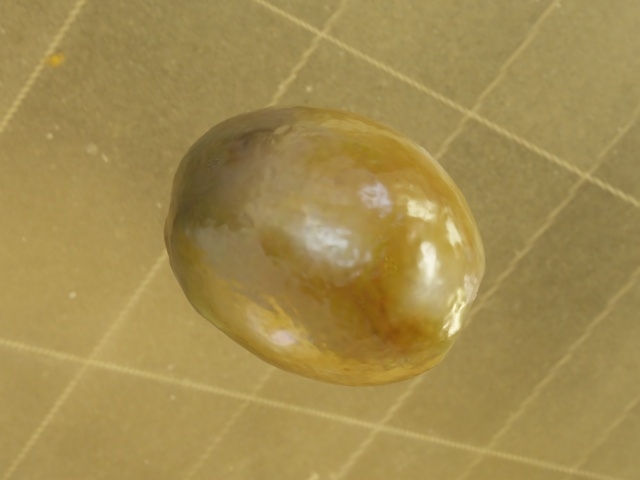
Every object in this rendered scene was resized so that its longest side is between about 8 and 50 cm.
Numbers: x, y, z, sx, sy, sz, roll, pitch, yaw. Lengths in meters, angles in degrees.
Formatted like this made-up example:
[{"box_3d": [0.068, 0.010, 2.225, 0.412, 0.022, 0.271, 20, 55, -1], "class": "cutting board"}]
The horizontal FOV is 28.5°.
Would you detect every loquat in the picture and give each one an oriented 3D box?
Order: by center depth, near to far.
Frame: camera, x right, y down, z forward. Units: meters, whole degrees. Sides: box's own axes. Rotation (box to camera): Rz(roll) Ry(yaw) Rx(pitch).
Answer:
[{"box_3d": [0.000, 0.000, 0.853, 0.179, 0.227, 0.179, -59, 169, -19], "class": "loquat"}]
